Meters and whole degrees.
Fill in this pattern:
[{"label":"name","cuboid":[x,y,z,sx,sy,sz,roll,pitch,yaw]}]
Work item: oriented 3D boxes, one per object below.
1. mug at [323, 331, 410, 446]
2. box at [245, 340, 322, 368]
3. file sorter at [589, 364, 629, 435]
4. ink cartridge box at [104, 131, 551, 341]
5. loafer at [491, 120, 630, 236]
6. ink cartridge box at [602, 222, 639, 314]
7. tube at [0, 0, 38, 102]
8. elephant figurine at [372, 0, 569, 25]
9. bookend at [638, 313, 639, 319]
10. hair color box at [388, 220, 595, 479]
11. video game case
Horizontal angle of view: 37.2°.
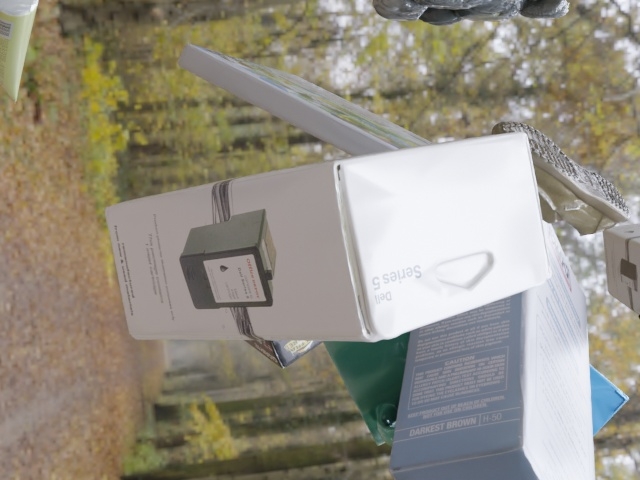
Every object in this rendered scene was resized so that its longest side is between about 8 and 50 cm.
[{"label":"mug","cuboid":[0.075,0.133,0.935,0.157,0.097,0.129,61,-3,28]},{"label":"box","cuboid":[-0.013,0.067,1.292,0.175,0.220,0.051,25,-37,55]},{"label":"file sorter","cuboid":[0.311,0.227,1.326,0.170,0.118,0.104,-49,-157,7]},{"label":"ink cartridge box","cuboid":[0.000,0.000,0.711,0.273,0.198,0.114,-6,-84,48]},{"label":"loafer","cuboid":[0.186,-0.043,0.763,0.050,0.148,0.056,-47,-154,27]},{"label":"ink cartridge box","cuboid":[0.536,0.037,1.363,0.273,0.197,0.114,-64,147,-82]},{"label":"tube","cuboid":[-0.430,-0.275,1.294,0.240,0.062,0.070,141,-47,-60]},{"label":"elephant figurine","cuboid":[0.132,-0.347,0.960,0.169,0.186,0.239,6,-86,55]},{"label":"bookend","cuboid":[0.445,0.115,1.049,0.072,0.157,0.156,-29,-93,42]},{"label":"hair color box","cuboid":[0.171,0.117,0.882,0.185,0.114,0.374,60,28,-28]},{"label":"video game case","cuboid":[0.020,-0.160,1.255,0.300,0.329,0.036,-3,120,-65]}]
